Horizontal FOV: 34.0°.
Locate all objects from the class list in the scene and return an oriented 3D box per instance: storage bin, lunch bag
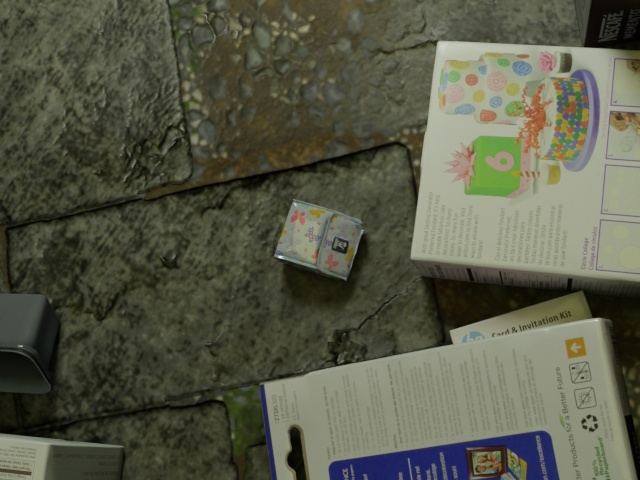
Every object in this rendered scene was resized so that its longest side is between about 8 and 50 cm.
[{"bbox_3d":[-0.359,0.114,1.181,0.135,0.098,0.091,1,51,13],"label":"storage bin"},{"bbox_3d":[0.000,0.000,1.143,0.083,0.053,0.071,19,84,6],"label":"lunch bag"}]

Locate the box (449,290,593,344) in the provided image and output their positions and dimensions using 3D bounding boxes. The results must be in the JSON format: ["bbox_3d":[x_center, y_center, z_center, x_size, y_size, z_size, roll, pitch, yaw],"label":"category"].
[{"bbox_3d":[0.228,0.161,1.067,0.145,0.038,0.186,-18,74,8],"label":"box"}]

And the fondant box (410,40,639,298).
[{"bbox_3d":[0.272,-0.070,1.079,0.330,0.096,0.238,6,79,12],"label":"fondant box"}]

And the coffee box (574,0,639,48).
[{"bbox_3d":[0.333,-0.299,1.010,0.168,0.297,0.119,-9,80,9],"label":"coffee box"}]

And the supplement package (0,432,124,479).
[{"bbox_3d":[-0.341,0.330,1.065,0.198,0.199,0.263,3,79,12],"label":"supplement package"}]

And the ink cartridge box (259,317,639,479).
[{"bbox_3d":[0.121,0.197,1.040,0.371,0.069,0.176,-13,78,22],"label":"ink cartridge box"}]
